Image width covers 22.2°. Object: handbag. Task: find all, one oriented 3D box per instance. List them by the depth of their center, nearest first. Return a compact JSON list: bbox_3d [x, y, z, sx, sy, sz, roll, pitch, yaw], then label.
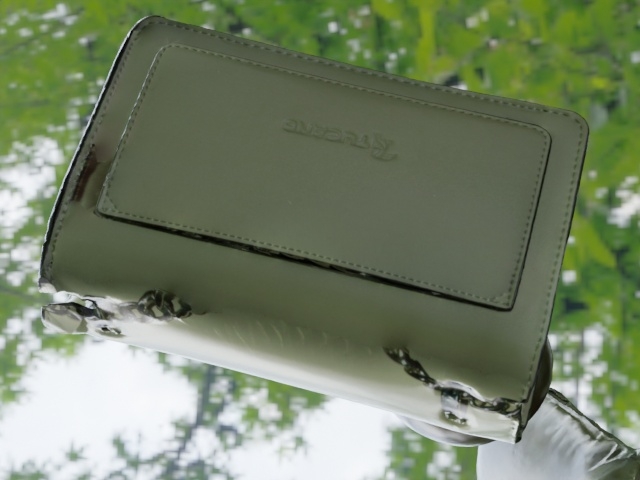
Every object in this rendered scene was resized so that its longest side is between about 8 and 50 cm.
[{"bbox_3d":[0.000,0.000,1.204,0.160,0.358,0.237,95,-169,-52],"label":"handbag"}]

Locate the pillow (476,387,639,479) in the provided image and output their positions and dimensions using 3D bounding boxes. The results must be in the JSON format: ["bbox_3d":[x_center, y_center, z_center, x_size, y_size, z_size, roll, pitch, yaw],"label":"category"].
[{"bbox_3d":[0.247,0.249,1.727,0.075,0.302,0.185,1,-74,-22],"label":"pillow"}]

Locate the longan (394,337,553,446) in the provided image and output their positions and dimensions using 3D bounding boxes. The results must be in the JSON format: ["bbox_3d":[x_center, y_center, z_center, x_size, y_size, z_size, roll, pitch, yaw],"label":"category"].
[{"bbox_3d":[0.133,0.114,1.594,0.167,0.187,0.167,-21,-63,-47],"label":"longan"}]
